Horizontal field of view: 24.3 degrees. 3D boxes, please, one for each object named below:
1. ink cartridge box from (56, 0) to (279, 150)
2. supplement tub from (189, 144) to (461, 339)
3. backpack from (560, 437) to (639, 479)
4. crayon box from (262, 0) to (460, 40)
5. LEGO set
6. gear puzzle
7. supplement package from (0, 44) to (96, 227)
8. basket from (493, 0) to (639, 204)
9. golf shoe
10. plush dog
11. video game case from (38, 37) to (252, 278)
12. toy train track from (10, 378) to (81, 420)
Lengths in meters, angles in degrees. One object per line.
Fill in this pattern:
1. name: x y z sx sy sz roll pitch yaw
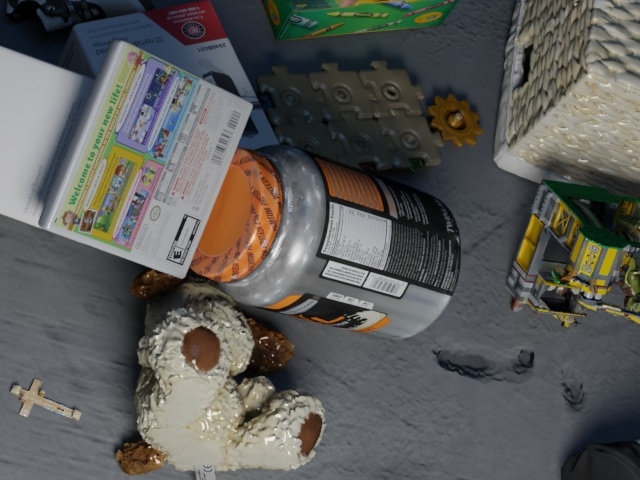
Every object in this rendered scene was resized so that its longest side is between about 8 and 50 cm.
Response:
1. ink cartridge box: -0.184 -0.146 1.863 0.197 0.114 0.273 -17 72 -29
2. supplement tub: 0.000 0.000 1.764 0.316 0.193 0.193 17 55 -40
3. backpack: 0.523 0.356 1.842 0.356 0.273 0.290 7 54 -34
4. crayon box: 0.045 -0.382 2.110 0.278 0.081 0.165 -10 68 -27
5. LEGO set: 0.401 0.061 1.941 0.331 0.192 0.255 3 25 -28
6. gear puzzle: 0.073 -0.161 2.032 0.339 0.044 0.175 -7 65 -29
7. supplement package: -0.357 -0.124 1.669 0.293 0.177 0.175 19 90 1
8. basket: 0.453 -0.238 2.102 0.331 0.266 0.328 19 58 -11
9. golf shoe: -0.307 -0.296 1.895 0.198 0.077 0.094 12 65 20
10. plush dog: -0.138 0.145 1.715 0.262 0.211 0.225 40 34 -33
11. video game case: -0.184 -0.084 1.597 0.193 0.023 0.212 23 89 -42
12. toy train track: -0.311 0.183 1.691 0.083 0.014 0.048 25 57 -10
